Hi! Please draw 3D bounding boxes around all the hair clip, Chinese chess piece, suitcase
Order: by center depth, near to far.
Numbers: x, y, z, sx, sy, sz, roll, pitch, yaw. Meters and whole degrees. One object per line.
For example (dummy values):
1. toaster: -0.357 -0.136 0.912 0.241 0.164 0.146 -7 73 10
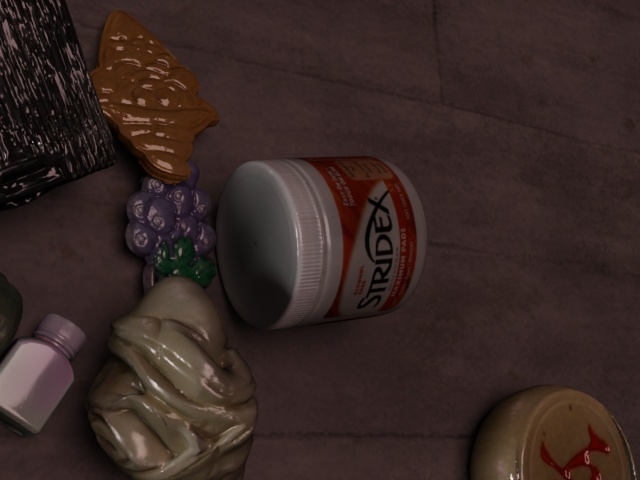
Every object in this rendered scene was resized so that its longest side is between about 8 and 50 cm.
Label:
1. suitcase: -0.372 -0.192 0.966 0.230 0.152 0.335 -26 107 -34
2. hair clip: -0.183 -0.009 1.133 0.124 0.052 0.195 -8 85 -39
3. Chinese chess piece: 0.320 0.323 1.300 0.250 0.103 0.249 11 69 -31

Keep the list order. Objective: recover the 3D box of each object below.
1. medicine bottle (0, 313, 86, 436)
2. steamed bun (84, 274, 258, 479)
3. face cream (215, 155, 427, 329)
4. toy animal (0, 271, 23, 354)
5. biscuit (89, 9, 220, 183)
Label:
1. medicine bottle: -0.299 0.138 0.997 0.074 0.055 0.118 38 59 -15
2. steamed bun: -0.169 0.165 0.987 0.144 0.218 0.211 -17 57 -34
3. face cream: 0.000 0.000 1.143 0.187 0.201 0.201 -5 77 -34
4. toy animal: -0.370 0.129 0.925 0.138 0.108 0.236 35 58 -54
5. biscuit: -0.209 -0.180 1.145 0.162 0.035 0.250 -8 64 -37
